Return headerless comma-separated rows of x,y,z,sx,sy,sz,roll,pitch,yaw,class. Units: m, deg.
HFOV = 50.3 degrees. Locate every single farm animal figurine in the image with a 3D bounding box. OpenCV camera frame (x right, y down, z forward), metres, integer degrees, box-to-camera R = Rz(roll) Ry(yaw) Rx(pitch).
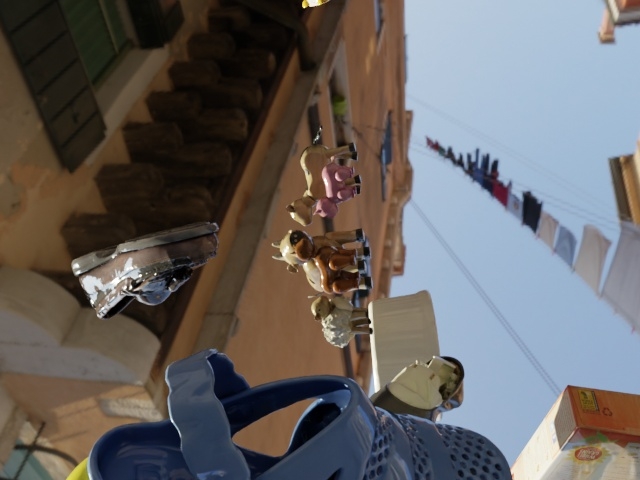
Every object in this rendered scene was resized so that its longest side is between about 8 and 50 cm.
0.000,0.000,1.335,0.172,0.326,0.330,-5,-130,11,farm animal figurine

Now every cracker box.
0.358,0.287,0.888,0.156,0.232,0.067,9,-137,-3,cracker box

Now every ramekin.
0.179,0.248,1.461,0.135,0.277,0.277,-5,-137,4,ramekin

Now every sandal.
0.003,0.148,0.450,0.317,0.138,0.126,8,-152,-26,sandal

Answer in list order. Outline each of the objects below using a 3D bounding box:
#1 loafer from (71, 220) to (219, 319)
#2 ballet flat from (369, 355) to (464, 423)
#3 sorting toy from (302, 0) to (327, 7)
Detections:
-0.214,0.042,0.856,0.109,0.095,0.302,-16,-178,-42,loafer
0.106,0.159,0.723,0.074,0.074,0.203,22,-168,29,ballet flat
-0.015,-0.334,0.847,0.045,0.075,0.083,-44,-152,-13,sorting toy
